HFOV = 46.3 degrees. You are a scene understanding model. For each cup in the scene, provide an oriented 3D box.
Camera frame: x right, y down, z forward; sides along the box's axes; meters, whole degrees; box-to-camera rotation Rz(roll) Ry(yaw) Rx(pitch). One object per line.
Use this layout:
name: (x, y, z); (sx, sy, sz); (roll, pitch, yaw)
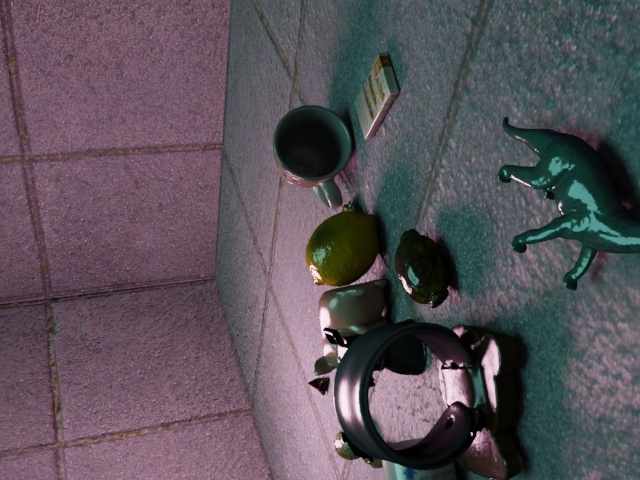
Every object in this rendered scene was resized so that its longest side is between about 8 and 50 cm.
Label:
cup: (-0.015, -0.225, 2.245); (0.301, 0.227, 0.257); (64, 172, 6)

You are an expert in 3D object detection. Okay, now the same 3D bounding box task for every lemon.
lemon: (0.061, 0.023, 2.051); (0.256, 0.188, 0.188); (-51, 32, 11)

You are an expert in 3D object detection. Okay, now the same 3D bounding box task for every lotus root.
lotus root: (0.227, 0.058, 1.698); (0.120, 0.120, 0.209); (106, 151, -50)

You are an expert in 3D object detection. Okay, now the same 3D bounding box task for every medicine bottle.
medicine bottle: (0.244, 0.616, 1.738); (0.170, 0.170, 0.292); (146, 117, -70)

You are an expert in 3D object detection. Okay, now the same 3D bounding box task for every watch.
watch: (0.206, 0.331, 1.501); (0.314, 0.327, 0.335); (158, 105, -72)

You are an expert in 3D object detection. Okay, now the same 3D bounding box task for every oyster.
oyster: (0.080, -0.017, 2.183); (0.163, 0.081, 0.191); (113, 143, -49)

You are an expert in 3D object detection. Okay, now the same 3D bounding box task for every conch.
conch: (0.102, 0.615, 2.297); (0.116, 0.106, 0.173); (-101, 31, -53)

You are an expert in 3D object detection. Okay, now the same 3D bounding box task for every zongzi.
zongzi: (0.006, 0.502, 2.640); (0.083, 0.074, 0.067); (36, -147, -57)

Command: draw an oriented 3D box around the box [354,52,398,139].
box: (0.142, -0.370, 1.939); (0.220, 0.032, 0.122); (120, 141, -63)

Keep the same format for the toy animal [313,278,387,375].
toy animal: (0.096, 0.236, 2.072); (0.213, 0.195, 0.256); (0, 99, 43)

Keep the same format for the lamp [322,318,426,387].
lamp: (0.132, 0.289, 1.876); (0.147, 0.228, 0.172); (-179, 83, -72)

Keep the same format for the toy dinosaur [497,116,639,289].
toy dinosaur: (0.421, -0.102, 1.108); (0.331, 0.129, 0.383); (-43, 53, 55)

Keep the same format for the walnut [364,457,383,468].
walnut: (0.160, 0.610, 2.146); (0.092, 0.092, 0.092); (174, 90, -72)
